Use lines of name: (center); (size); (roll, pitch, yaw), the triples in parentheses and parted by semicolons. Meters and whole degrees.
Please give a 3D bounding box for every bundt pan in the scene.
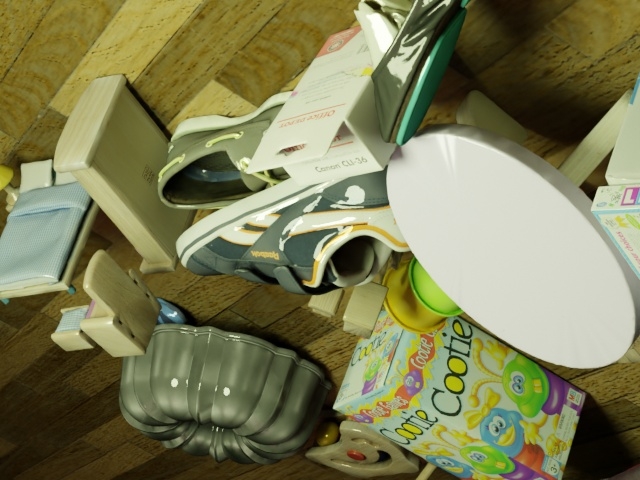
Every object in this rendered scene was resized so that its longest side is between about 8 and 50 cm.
bundt pan: (-0.155, 0.244, 2.138); (0.330, 0.124, 0.331); (11, 155, 5)

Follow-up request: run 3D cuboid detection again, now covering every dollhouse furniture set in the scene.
dollhouse furniture set: (-0.337, -0.023, 1.696); (0.303, 0.286, 0.198); (-8, 138, 30)
dollhouse furniture set: (0.000, 0.000, 1.617); (0.182, 0.161, 0.101); (19, 152, 6)

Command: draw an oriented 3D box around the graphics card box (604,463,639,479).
graphics card box: (0.324, 0.460, 1.836); (0.371, 0.233, 0.094); (-30, 151, 24)

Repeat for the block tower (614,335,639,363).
block tower: (0.397, 0.069, 1.520); (0.335, 0.097, 0.091); (-4, 141, 42)

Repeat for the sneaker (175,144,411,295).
sneaker: (-0.026, 0.005, 1.533); (0.321, 0.127, 0.126); (-24, 169, 39)

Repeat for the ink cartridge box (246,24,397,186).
ink cartridge box: (0.025, -0.120, 1.345); (0.115, 0.198, 0.067); (-10, 129, 46)

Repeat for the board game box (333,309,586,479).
board game box: (0.182, 0.209, 1.865); (0.275, 0.142, 0.144); (31, 151, -14)

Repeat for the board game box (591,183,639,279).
board game box: (0.304, 0.008, 1.185); (0.103, 0.026, 0.154); (-3, 142, 40)

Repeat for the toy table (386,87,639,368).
toy table: (0.207, -0.023, 1.354); (0.274, 0.161, 0.252); (50, 132, -2)

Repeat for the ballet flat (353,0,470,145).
ballet flat: (0.093, -0.210, 1.215); (0.096, 0.095, 0.280); (34, 126, 7)

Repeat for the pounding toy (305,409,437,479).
pounding toy: (0.068, 0.312, 2.113); (0.154, 0.155, 0.269); (32, 151, -26)

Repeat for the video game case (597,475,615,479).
video game case: (0.299, 0.368, 1.980); (0.285, 0.025, 0.204); (-12, 165, -9)

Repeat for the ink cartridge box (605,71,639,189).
ink cartridge box: (0.377, -0.047, 1.248); (0.168, 0.171, 0.233); (4, 147, 32)

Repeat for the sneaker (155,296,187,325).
sneaker: (-0.265, 0.116, 2.120); (0.144, 0.059, 0.053); (8, 146, 24)

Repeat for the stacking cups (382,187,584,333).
stacking cups: (0.177, 0.016, 1.589); (0.096, 0.096, 0.316); (29, 151, -12)

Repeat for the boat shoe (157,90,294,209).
boat shoe: (-0.064, -0.091, 1.579); (0.305, 0.091, 0.109); (-7, 140, 44)
